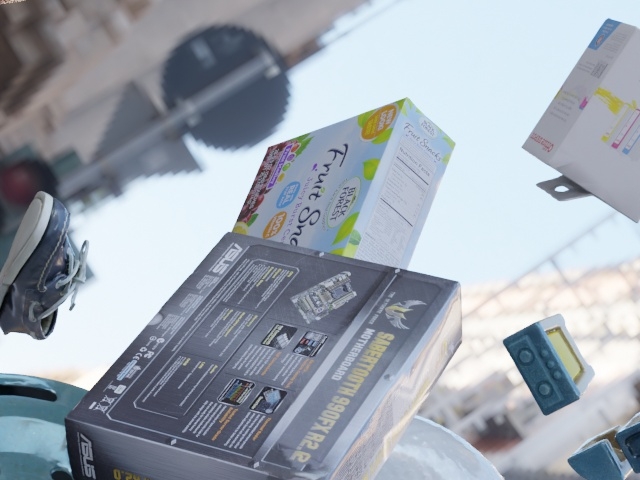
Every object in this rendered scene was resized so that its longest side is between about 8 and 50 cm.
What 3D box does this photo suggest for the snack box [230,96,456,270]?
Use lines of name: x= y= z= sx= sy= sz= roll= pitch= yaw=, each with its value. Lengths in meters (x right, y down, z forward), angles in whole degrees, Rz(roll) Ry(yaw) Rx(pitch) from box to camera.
snack box: x=0.000 y=0.000 z=1.586 sx=0.070 sy=0.207 sz=0.174 roll=40 pitch=-35 yaw=-28

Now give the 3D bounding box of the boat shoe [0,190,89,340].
boat shoe: x=-0.267 y=0.034 z=1.902 sx=0.079 sy=0.095 sz=0.254 roll=24 pitch=-33 yaw=-7

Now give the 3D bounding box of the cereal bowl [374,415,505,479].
cereal bowl: x=0.045 y=0.322 z=1.794 sx=0.339 sy=0.339 sz=0.141 roll=58 pitch=-10 yaw=-6

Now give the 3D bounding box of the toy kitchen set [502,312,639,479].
toy kitchen set: x=0.287 y=0.118 z=1.776 sx=0.166 sy=0.207 sz=0.122 roll=61 pitch=26 yaw=2

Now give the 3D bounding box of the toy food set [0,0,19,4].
toy food set: x=-0.183 y=-0.161 z=0.927 sx=0.232 sy=0.104 sz=0.111 roll=-18 pitch=-89 yaw=44

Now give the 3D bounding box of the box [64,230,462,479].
box: x=-0.032 y=0.091 z=1.302 sx=0.183 sy=0.231 sz=0.056 roll=13 pitch=-52 yaw=21

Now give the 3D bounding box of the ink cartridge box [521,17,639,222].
ink cartridge box: x=0.229 y=-0.087 z=1.536 sx=0.090 sy=0.143 sz=0.092 roll=32 pitch=7 yaw=-11

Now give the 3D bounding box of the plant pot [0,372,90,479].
plant pot: x=-0.235 y=0.296 z=1.378 sx=0.341 sy=0.341 sz=0.334 roll=44 pitch=-51 yaw=36
